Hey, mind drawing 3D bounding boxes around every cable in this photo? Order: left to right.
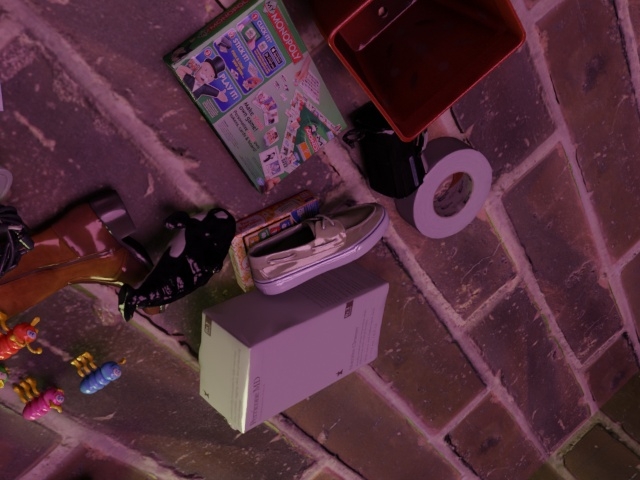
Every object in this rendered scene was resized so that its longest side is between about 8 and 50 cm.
[{"bbox_3d":[-0.515,0.024,1.060,0.184,0.047,0.150,-34,154,-22],"label":"cable"}]

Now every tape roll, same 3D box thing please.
[{"bbox_3d":[0.273,-0.115,1.609,0.219,0.072,0.219,-19,129,-25],"label":"tape roll"}]

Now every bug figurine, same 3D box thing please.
[{"bbox_3d":[-0.492,0.234,1.270,0.216,0.072,0.279,-36,137,15],"label":"bug figurine"}]

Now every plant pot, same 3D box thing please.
[{"bbox_3d":[0.129,-0.378,1.205,0.267,0.235,0.267,-41,134,6],"label":"plant pot"}]

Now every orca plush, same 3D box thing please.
[{"bbox_3d":[-0.222,0.031,1.251,0.287,0.102,0.151,-31,117,-50],"label":"orca plush"}]

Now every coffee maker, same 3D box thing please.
[{"bbox_3d":[0.129,-0.176,1.442,0.171,0.120,0.178,-25,131,-9],"label":"coffee maker"}]

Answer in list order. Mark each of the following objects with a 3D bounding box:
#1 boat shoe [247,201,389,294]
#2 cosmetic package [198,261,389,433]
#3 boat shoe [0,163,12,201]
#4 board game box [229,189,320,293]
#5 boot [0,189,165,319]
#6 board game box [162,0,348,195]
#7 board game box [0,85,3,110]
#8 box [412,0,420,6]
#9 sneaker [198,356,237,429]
[{"bbox_3d":[0.000,0.000,1.408,0.302,0.109,0.094,-30,131,-13],"label":"boat shoe"},{"bbox_3d":[-0.051,0.197,1.478,0.385,0.156,0.217,-24,131,-40],"label":"cosmetic package"},{"bbox_3d":[-0.583,-0.019,1.065,0.302,0.091,0.114,-46,167,-3],"label":"boat shoe"},{"bbox_3d":[-0.087,0.003,1.453,0.194,0.045,0.146,-25,131,-20],"label":"board game box"},{"bbox_3d":[-0.425,0.079,1.235,0.280,0.096,0.264,-28,134,-14],"label":"boot"},{"bbox_3d":[-0.101,-0.254,1.272,0.213,0.046,0.317,-40,134,-7],"label":"board game box"},{"bbox_3d":[-0.521,-0.271,0.970,0.160,0.039,0.211,-12,126,-29],"label":"board game box"},{"bbox_3d":[0.244,-0.461,1.392,0.164,0.021,0.201,-31,132,-15],"label":"box"},{"bbox_3d":[-0.179,0.316,1.572,0.115,0.090,0.232,-28,132,-22],"label":"sneaker"}]
